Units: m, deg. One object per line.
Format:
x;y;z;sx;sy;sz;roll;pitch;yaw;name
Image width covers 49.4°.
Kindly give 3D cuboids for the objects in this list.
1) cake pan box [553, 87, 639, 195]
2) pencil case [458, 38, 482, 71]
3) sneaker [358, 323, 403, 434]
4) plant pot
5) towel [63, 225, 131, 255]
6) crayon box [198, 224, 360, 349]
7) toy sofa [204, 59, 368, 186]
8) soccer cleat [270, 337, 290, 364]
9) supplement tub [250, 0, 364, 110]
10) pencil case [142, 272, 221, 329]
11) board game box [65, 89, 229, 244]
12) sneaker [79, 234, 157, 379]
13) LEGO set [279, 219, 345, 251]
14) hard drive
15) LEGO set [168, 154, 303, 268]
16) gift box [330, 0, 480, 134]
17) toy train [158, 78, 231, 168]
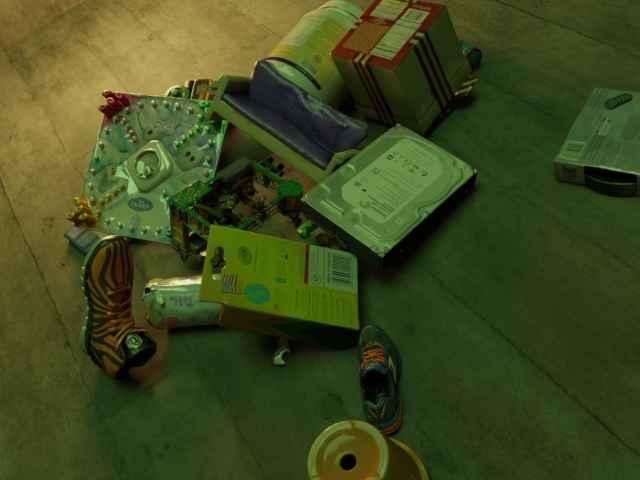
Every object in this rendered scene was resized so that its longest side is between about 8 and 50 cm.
0.660;-0.210;1.483;0.245;0.070;0.267;14;56;35;cake pan box
0.364;-0.510;1.883;0.064;0.070;0.151;-39;46;-10;pencil case
0.108;0.243;1.290;0.083;0.087;0.221;-16;45;8;sneaker
0.067;0.385;1.105;0.205;0.188;0.205;-12;46;13;plant pot
-0.543;-0.066;1.895;0.209;0.034;0.285;30;68;37;towel
-0.084;0.091;1.406;0.318;0.081;0.202;13;47;-11;crayon box
-0.077;-0.278;1.660;0.362;0.150;0.177;36;111;11;toy sofa
-0.074;0.220;1.434;0.035;0.029;0.083;10;57;19;soccer cleat
-0.010;-0.470;1.887;0.240;0.241;0.331;18;58;35;supplement tub
-0.252;0.125;1.529;0.272;0.124;0.114;-6;44;17;pencil case
-0.453;-0.199;1.816;0.389;0.050;0.390;9;80;21;board game box
-0.416;0.155;1.479;0.180;0.321;0.124;33;35;34;sneaker
0.000;0.000;1.558;0.227;0.087;0.093;-38;33;-14;LEGO set
0.153;-0.107;1.532;0.236;0.064;0.339;37;60;26;hard drive
-0.200;-0.037;1.651;0.254;0.192;0.331;26;48;18;LEGO set
0.227;-0.441;1.743;0.276;0.258;0.255;-47;48;-11;gift box
-0.349;-0.307;1.938;0.190;0.142;0.334;1;63;13;toy train
